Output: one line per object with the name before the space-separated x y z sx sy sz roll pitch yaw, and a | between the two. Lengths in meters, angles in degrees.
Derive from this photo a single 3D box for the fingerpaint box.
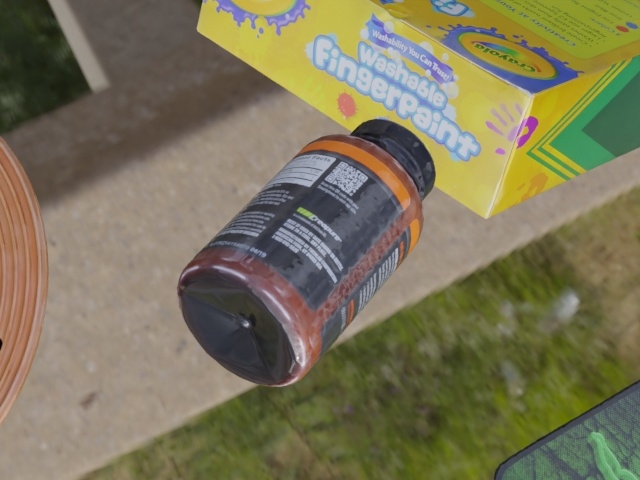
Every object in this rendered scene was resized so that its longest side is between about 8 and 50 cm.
fingerpaint box | 0.147 -0.239 1.796 0.371 0.445 0.163 -23 139 -46

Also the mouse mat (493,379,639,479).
mouse mat | 0.212 0.186 0.954 0.153 0.189 0.007 -27 168 -21

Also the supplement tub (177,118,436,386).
supplement tub | 0.000 0.000 1.039 0.198 0.106 0.106 -47 132 -38

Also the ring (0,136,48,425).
ring | -0.345 0.046 1.118 0.336 0.336 0.032 -39 156 3
